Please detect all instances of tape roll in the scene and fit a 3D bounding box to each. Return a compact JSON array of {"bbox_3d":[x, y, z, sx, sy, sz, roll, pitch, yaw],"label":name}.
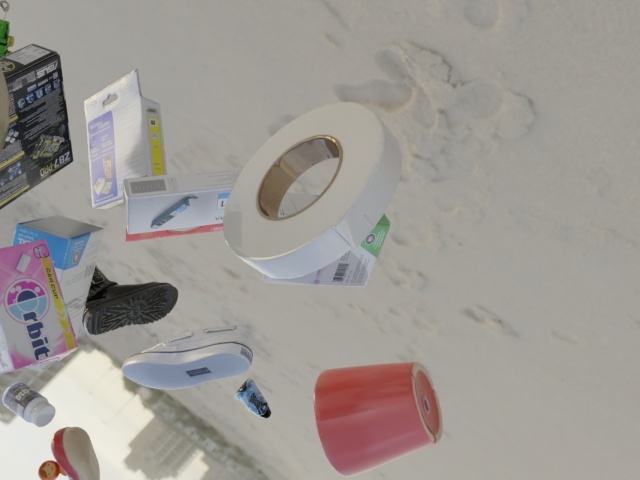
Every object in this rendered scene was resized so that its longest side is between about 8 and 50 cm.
[{"bbox_3d":[-0.024,-0.103,1.369,0.392,0.392,0.072,23,163,51],"label":"tape roll"}]

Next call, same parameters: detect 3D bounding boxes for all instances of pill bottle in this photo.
[{"bbox_3d":[-0.790,0.447,1.905,0.137,0.078,0.078,23,156,27],"label":"pill bottle"}]

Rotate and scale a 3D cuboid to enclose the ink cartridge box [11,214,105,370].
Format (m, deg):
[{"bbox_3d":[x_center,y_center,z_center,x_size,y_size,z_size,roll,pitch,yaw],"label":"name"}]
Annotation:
[{"bbox_3d":[-0.622,0.112,1.602,0.129,0.307,0.223,16,-173,-1],"label":"ink cartridge box"}]

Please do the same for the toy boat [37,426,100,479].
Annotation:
[{"bbox_3d":[-0.710,0.630,1.954,0.151,0.151,0.231,-118,20,-54],"label":"toy boat"}]

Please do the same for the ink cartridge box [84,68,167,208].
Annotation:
[{"bbox_3d":[-0.521,-0.258,1.859,0.072,0.307,0.304,1,172,-44],"label":"ink cartridge box"}]

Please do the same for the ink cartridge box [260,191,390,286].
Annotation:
[{"bbox_3d":[0.000,0.000,1.708,0.117,0.278,0.201,-115,36,-50],"label":"ink cartridge box"}]

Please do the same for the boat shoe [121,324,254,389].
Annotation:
[{"bbox_3d":[-0.232,0.203,1.249,0.258,0.084,0.095,-9,133,18],"label":"boat shoe"}]

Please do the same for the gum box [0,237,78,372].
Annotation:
[{"bbox_3d":[-0.450,0.102,1.058,0.062,0.107,0.188,-15,92,40],"label":"gum box"}]

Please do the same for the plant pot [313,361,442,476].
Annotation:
[{"bbox_3d":[0.149,0.418,1.700,0.243,0.275,0.275,-18,130,21],"label":"plant pot"}]

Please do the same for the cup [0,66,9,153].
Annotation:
[{"bbox_3d":[-0.598,-0.165,0.876,0.331,0.331,0.237,48,-172,-17],"label":"cup"}]

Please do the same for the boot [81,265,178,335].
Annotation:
[{"bbox_3d":[-0.649,0.153,2.200,0.260,0.348,0.131,34,118,34],"label":"boot"}]

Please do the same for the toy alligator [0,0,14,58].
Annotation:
[{"bbox_3d":[-0.826,-0.533,1.823,0.056,0.189,0.051,12,-157,-15],"label":"toy alligator"}]

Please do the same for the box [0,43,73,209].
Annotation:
[{"bbox_3d":[-0.750,-0.233,1.612,0.097,0.395,0.318,22,133,17],"label":"box"}]

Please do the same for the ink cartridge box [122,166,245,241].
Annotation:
[{"bbox_3d":[-0.316,-0.061,1.678,0.261,0.296,0.066,111,146,-53],"label":"ink cartridge box"}]

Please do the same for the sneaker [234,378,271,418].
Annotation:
[{"bbox_3d":[-0.163,0.410,1.802,0.073,0.063,0.162,30,161,32],"label":"sneaker"}]
